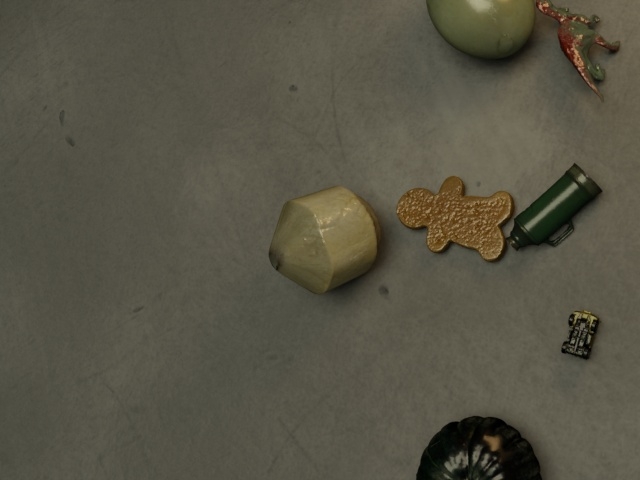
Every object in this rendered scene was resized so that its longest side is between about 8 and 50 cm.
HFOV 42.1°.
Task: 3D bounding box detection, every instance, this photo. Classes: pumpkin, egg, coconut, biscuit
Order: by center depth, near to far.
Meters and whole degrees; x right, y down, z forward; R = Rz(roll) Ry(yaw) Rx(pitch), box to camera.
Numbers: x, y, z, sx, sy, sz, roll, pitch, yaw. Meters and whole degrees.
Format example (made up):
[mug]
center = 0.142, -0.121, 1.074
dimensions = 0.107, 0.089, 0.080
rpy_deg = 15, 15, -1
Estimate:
[pumpkin]
center = 0.276, 0.418, 1.449
dimensions = 0.220, 0.162, 0.221
rpy_deg = -1, 89, 28
[egg]
center = 0.311, -0.463, 1.633
dimensions = 0.186, 0.186, 0.253
rpy_deg = -42, 61, 13
[biscuit]
center = 0.263, -0.045, 1.643
dimensions = 0.240, 0.035, 0.158
rpy_deg = 16, 83, 30
[coconut]
center = 0.000, 0.000, 1.660
dimensions = 0.222, 0.202, 0.202
rpy_deg = -23, 58, -27

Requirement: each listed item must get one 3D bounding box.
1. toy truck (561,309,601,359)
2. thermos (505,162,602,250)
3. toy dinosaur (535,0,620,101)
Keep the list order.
[toy truck]
center = 0.463, 0.166, 1.472
dimensions = 0.049, 0.054, 0.083
rpy_deg = 14, 85, 30
[thermos]
center = 0.427, -0.052, 1.542
dimensions = 0.187, 0.083, 0.073
rpy_deg = -43, 40, 14
[toy dinosaur]
center = 0.479, -0.359, 1.555
dimensions = 0.053, 0.167, 0.242
rpy_deg = 127, 155, -57
